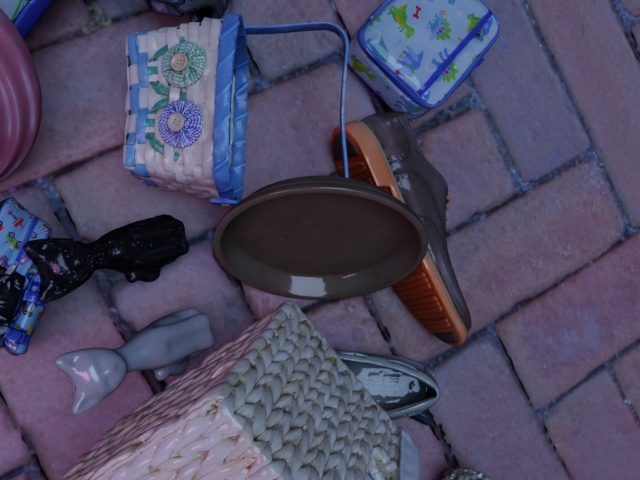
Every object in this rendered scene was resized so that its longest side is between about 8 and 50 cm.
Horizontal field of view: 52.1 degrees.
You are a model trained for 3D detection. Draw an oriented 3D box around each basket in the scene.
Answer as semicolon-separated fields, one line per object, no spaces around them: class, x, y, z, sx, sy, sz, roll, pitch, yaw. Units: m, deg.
basket;-0.106;-0.160;0.860;0.289;0.201;0.255;-1;84;-6
basket;-0.095;0.281;0.710;0.331;0.328;0.266;-35;93;15

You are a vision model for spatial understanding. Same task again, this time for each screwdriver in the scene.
screwdriver;0.097;0.227;0.981;0.170;0.024;0.025;34;47;-4

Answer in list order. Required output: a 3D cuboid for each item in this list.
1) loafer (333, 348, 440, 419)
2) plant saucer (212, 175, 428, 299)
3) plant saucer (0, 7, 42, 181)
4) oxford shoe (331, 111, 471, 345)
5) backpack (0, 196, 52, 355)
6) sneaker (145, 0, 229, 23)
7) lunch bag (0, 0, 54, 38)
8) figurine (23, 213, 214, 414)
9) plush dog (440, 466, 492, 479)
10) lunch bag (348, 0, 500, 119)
loafer;0.007;0.197;0.900;0.319;0.111;0.112;0;83;-9
plant saucer;0.000;0.000;0.855;0.277;0.278;0.041;9;58;-15
plant saucer;-0.482;-0.162;0.704;0.332;0.332;0.084;9;42;-15
oxford shoe;0.152;-0.024;0.963;0.132;0.130;0.364;-25;92;-23
backpack;-0.382;0.042;0.796;0.117;0.158;0.173;26;67;-21
sneaker;-0.197;-0.357;0.832;0.111;0.300;0.121;15;93;28
lunch bag;-0.463;-0.429;0.763;0.385;0.239;0.328;34;75;-15
figurine;-0.246;0.085;0.800;0.209;0.092;0.215;-15;90;-59
plush dog;0.234;0.475;0.886;0.210;0.225;0.262;-37;96;-16
lunch bag;0.162;-0.306;1.004;0.176;0.090;0.219;45;72;-8
